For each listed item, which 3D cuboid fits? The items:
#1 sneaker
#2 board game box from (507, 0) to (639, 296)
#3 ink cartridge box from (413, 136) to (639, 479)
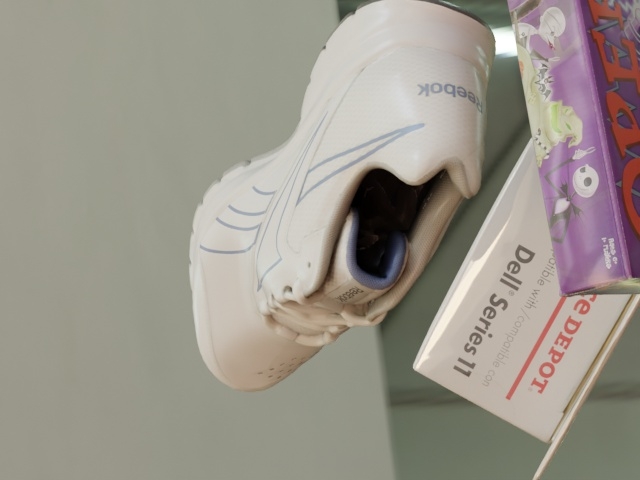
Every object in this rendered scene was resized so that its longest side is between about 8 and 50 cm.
[{"bbox_3d":[0.000,0.000,0.928,0.111,0.129,0.297,15,-44,-17],"label":"sneaker"},{"bbox_3d":[0.166,-0.144,0.872,0.208,0.347,0.056,-1,-12,-45],"label":"board game box"},{"bbox_3d":[0.182,0.003,1.208,0.119,0.353,0.207,28,-64,7],"label":"ink cartridge box"}]
